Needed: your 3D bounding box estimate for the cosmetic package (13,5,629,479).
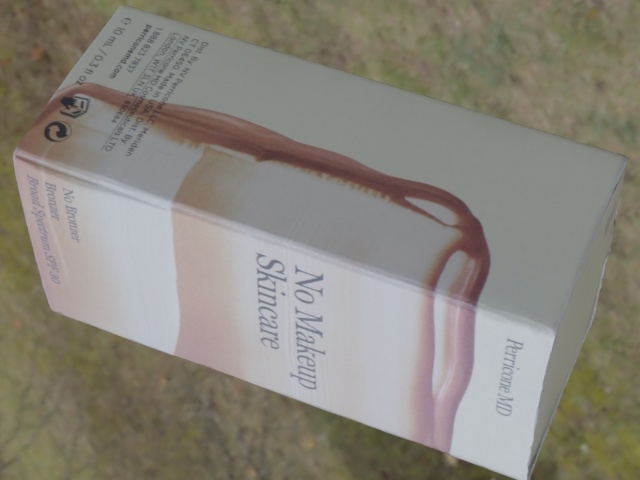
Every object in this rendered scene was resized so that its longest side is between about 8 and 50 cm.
[{"bbox_3d":[0.000,0.000,0.854,0.296,0.129,0.153,17,143,15],"label":"cosmetic package"}]
